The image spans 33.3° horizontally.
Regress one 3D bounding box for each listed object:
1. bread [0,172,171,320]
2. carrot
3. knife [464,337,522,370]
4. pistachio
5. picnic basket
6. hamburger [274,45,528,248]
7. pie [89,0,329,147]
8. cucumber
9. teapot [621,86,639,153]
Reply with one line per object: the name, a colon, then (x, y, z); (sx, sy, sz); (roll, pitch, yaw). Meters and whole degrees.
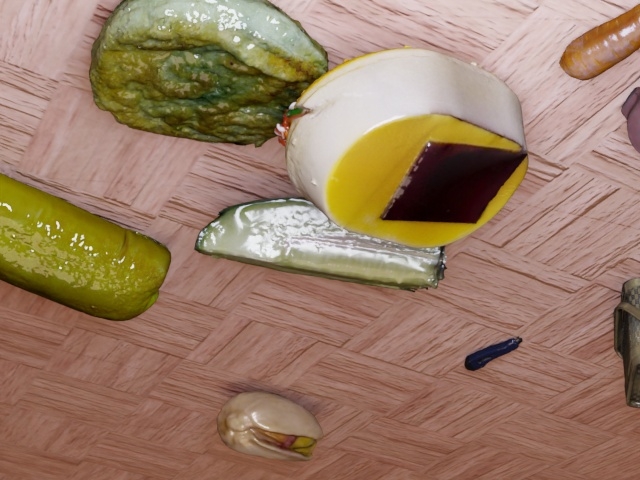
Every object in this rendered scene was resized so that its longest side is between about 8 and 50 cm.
bread: (-0.390, 0.011, 1.487); (0.383, 0.112, 0.166); (27, 142, -29)
carrot: (0.335, -0.228, 1.088); (0.048, 0.048, 0.216); (28, 136, -32)
knife: (0.282, 0.185, 1.750); (0.031, 0.018, 0.121); (35, 137, -27)
pistachio: (-0.093, 0.337, 1.958); (0.200, 0.117, 0.145); (14, -175, -27)
picnic basket: (0.558, 0.147, 1.542); (0.267, 0.139, 0.165); (-1, 147, 11)
hamburger: (0.095, -0.107, 1.175); (0.295, 0.151, 0.227); (18, 128, -41)
pie: (-0.128, -0.177, 1.185); (0.277, 0.078, 0.277); (1, 149, 1)
cucumber: (0.000, -0.002, 1.431); (0.325, 0.105, 0.145); (7, 174, -3)
teapot: (0.491, -0.101, 1.129); (0.315, 0.233, 0.312); (43, 145, -3)
